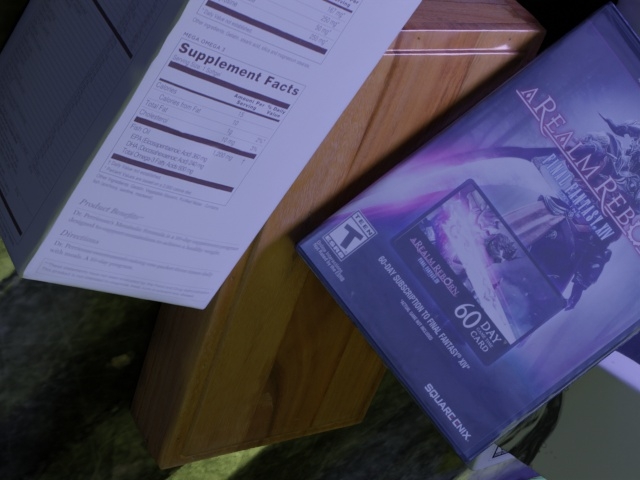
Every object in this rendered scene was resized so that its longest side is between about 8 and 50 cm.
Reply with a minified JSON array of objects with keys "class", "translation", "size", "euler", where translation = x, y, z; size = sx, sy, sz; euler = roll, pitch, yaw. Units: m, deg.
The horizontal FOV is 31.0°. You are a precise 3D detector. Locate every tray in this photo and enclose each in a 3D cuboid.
[{"class":"tray","translation":[0.000,0.000,0.882],"size":[0.203,0.076,0.411],"euler":[-7,135,-33]}]

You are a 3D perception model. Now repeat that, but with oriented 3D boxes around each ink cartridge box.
[{"class":"ink cartridge box","translation":[0.242,0.094,0.933],"size":[0.223,0.307,0.129],"euler":[-33,150,-47]}]

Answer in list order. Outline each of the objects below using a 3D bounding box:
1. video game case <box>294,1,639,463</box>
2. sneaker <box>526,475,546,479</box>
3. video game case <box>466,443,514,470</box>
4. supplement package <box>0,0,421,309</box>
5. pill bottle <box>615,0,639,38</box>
[{"class":"video game case","translation":[0.149,-0.004,0.803],"size":[0.274,0.196,0.026],"euler":[-38,-176,3]},{"class":"sneaker","translation":[0.190,0.427,1.385],"size":[0.483,0.202,0.185],"euler":[-10,137,-31]},{"class":"video game case","translation":[0.332,0.114,1.301],"size":[0.329,0.036,0.300],"euler":[-12,137,-28]},{"class":"supplement package","translation":[-0.078,-0.101,0.655],"size":[0.134,0.139,0.244],"euler":[14,121,-44]},{"class":"pill bottle","translation":[0.315,-0.200,0.851],"size":[0.272,0.152,0.152],"euler":[-45,142,11]}]
